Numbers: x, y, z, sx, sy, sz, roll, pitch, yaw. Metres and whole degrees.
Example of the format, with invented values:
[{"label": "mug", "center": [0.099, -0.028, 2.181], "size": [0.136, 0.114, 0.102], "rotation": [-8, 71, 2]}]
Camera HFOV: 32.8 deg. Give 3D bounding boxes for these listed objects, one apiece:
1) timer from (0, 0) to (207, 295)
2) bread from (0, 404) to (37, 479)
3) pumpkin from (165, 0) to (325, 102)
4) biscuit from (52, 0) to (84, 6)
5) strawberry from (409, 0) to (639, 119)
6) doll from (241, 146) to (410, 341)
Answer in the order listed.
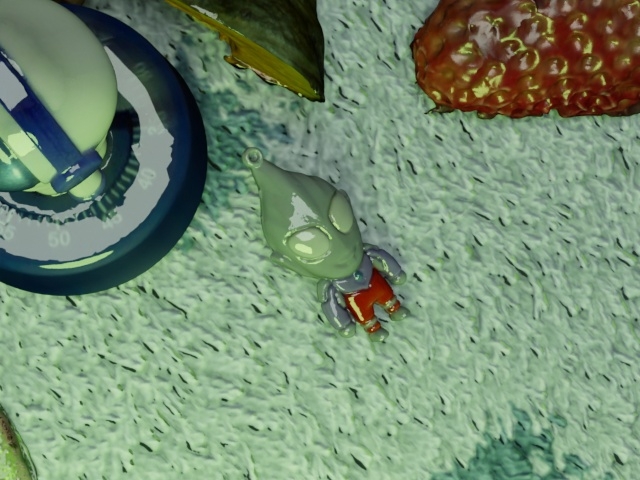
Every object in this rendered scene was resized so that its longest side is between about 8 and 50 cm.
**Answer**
[{"label": "timer", "center": [-0.228, -0.095, 0.877], "size": [0.271, 0.383, 0.270], "rotation": [0, 85, -5]}, {"label": "bread", "center": [-0.381, 0.224, 1.012], "size": [0.229, 0.033, 0.228], "rotation": [0, 85, -6]}, {"label": "pumpkin", "center": [-0.104, -0.263, 1.010], "size": [0.312, 0.169, 0.148], "rotation": [26, 86, -4]}, {"label": "biscuit", "center": [-0.327, -0.285, 0.946], "size": [0.320, 0.183, 0.047], "rotation": [30, 83, -42]}, {"label": "strawberry", "center": [0.233, -0.253, 1.059], "size": [0.280, 0.150, 0.253], "rotation": [-3, 85, -8]}, {"label": "doll", "center": [0.000, 0.000, 1.052], "size": [0.102, 0.075, 0.227], "rotation": [-42, 102, -24]}]
